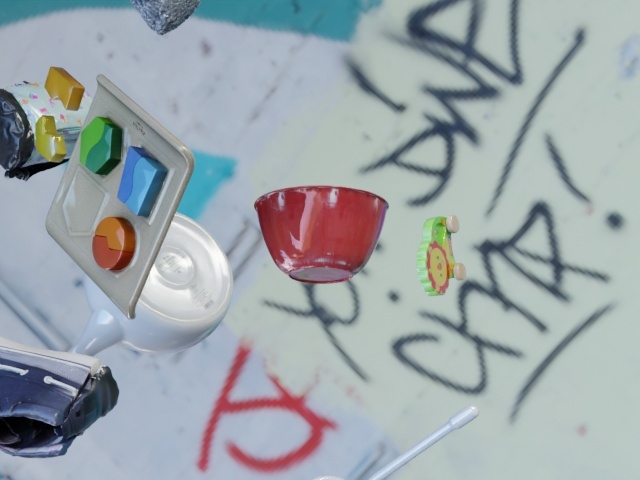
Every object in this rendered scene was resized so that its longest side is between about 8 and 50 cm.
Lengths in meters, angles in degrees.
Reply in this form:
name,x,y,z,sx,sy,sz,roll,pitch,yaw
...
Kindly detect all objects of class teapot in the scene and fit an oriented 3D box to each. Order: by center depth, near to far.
name,x,y,z,sx,sy,sz,roll,pitch,yaw
teapot,-0.272,0.082,2.265,0.256,0.252,0.187,12,-37,-30

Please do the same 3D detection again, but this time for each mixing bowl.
name,x,y,z,sx,sy,sz,roll,pitch,yaw
mixing bowl,0.000,0.000,1.884,0.181,0.181,0.098,74,-163,-73

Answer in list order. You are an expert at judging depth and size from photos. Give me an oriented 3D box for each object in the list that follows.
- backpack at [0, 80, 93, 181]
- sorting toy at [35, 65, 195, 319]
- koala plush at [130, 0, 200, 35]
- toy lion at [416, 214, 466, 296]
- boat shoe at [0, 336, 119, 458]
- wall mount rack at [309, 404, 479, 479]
name,x,y,z,sx,sy,sz,roll,pitch,yaw
backpack,-0.442,-0.184,2.265,0.182,0.152,0.115,-11,-22,-49
sorting toy,-0.274,-0.077,1.700,0.041,0.307,0.229,1,-61,-43
koala plush,-0.185,-0.414,1.760,0.221,0.203,0.196,-35,-22,3
toy lion,0.147,0.020,1.800,0.034,0.100,0.096,-8,-2,31
boat shoe,-0.477,0.225,2.056,0.158,0.340,0.127,-53,-39,-59
wall mount rack,0.137,0.373,1.714,0.304,0.350,0.130,-55,27,-17
